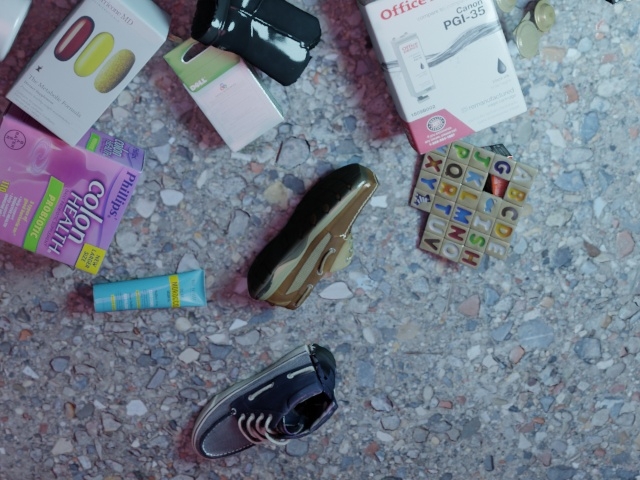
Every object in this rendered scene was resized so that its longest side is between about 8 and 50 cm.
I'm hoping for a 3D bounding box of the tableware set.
[{"bbox_3d":[0.349,-0.395,1.745,0.141,0.020,0.169,-42,119,-33],"label":"tableware set"}]

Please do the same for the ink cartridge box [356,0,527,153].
[{"bbox_3d":[0.202,-0.320,1.752,0.207,0.117,0.283,-22,116,4],"label":"ink cartridge box"}]

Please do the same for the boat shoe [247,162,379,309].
[{"bbox_3d":[0.000,0.000,1.888,0.120,0.122,0.324,31,116,-24],"label":"boat shoe"}]

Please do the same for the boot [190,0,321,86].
[{"bbox_3d":[-0.089,-0.397,1.698,0.207,0.094,0.246,19,82,-38],"label":"boot"}]

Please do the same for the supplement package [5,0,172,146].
[{"bbox_3d":[-0.370,-0.298,1.676,0.139,0.134,0.244,38,110,-20],"label":"supplement package"}]

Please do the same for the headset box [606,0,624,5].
[{"bbox_3d":[0.442,-0.519,1.607,0.131,0.246,0.283,-23,113,6],"label":"headset box"}]

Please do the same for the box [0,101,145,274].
[{"bbox_3d":[-0.455,-0.092,1.782,0.243,0.117,0.213,22,110,-16],"label":"box"}]

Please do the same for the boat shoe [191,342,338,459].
[{"bbox_3d":[-0.112,0.342,2.002,0.340,0.158,0.127,-39,113,11],"label":"boat shoe"}]

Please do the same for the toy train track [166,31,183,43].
[{"bbox_3d":[-0.270,-0.351,1.738,0.083,0.014,0.048,22,114,-12],"label":"toy train track"}]

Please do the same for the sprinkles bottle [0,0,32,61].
[{"bbox_3d":[-0.634,-0.410,1.609,0.355,0.121,0.121,26,109,-17],"label":"sprinkles bottle"}]

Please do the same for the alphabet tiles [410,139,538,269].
[{"bbox_3d":[0.264,-0.063,1.888,0.198,0.009,0.237,22,123,12],"label":"alphabet tiles"}]

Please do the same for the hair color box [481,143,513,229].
[{"bbox_3d":[0.326,-0.098,1.896,0.043,0.072,0.141,-9,115,-2],"label":"hair color box"}]

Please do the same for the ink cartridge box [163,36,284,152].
[{"bbox_3d":[-0.163,-0.265,1.765,0.109,0.062,0.209,-32,114,9],"label":"ink cartridge box"}]

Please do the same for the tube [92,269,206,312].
[{"bbox_3d":[-0.317,0.098,1.930,0.207,0.052,0.080,-6,125,-11],"label":"tube"}]
